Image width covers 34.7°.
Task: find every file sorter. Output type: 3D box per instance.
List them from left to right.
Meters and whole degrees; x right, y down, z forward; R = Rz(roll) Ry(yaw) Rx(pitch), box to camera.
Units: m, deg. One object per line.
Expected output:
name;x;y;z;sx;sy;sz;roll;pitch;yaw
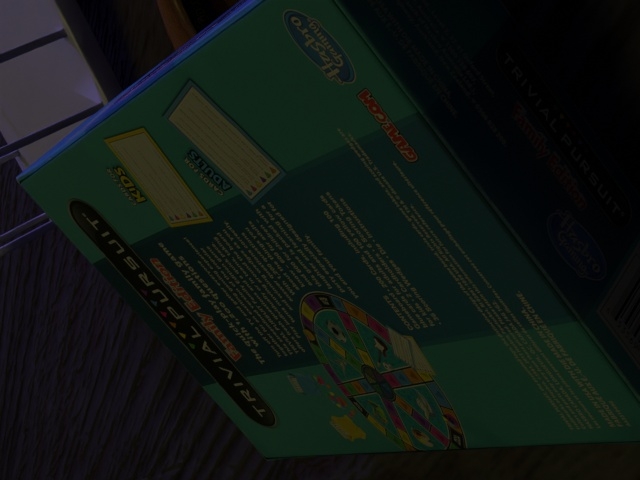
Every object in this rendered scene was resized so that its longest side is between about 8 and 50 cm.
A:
file sorter;-0.297;-0.120;0.828;0.192;0.173;0.278;-13;108;51

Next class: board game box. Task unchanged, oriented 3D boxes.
board game box;0.000;0.000;0.553;0.254;0.079;0.336;51;147;-14

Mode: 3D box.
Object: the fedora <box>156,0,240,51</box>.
fedora;-0.024;-0.162;0.585;0.194;0.079;0.194;26;126;42
